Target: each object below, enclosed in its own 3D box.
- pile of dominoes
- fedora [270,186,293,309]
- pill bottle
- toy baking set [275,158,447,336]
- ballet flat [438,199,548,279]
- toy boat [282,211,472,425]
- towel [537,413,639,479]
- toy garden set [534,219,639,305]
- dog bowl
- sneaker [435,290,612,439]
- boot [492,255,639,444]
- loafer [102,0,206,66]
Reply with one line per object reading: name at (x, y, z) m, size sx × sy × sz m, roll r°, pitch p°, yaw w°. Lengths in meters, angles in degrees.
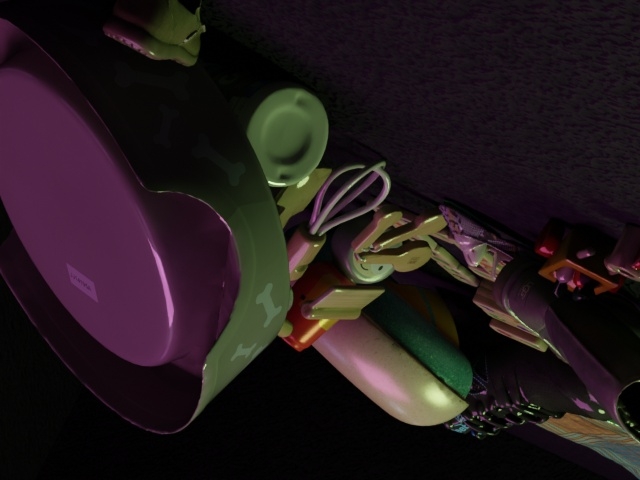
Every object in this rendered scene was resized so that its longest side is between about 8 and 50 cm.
pile of dominoes at (0.161, 0.048, 1.819) m, size 0.196 × 0.040 × 0.251 m, roll 24°, pitch 174°, yaw 31°
fedora at (-0.110, -0.054, 1.728) m, size 0.243 × 0.124 × 0.275 m, roll 21°, pitch 164°, yaw 33°
pill bottle at (-0.063, -0.088, 1.457) m, size 0.078 × 0.078 × 0.137 m, roll 32°, pitch 172°, yaw -38°
toy baking set at (-0.005, 0.004, 1.613) m, size 0.256 × 0.197 × 0.030 m, roll 31°, pitch -151°, yaw -57°
ballet flat at (0.140, 0.009, 1.588) m, size 0.114 × 0.041 × 0.041 m, roll 28°, pitch 174°, yaw -10°
toy boat at (0.048, 0.061, 1.967) m, size 0.267 × 0.148 × 0.318 m, roll 43°, pitch -178°, yaw 17°
towel at (0.334, 0.223, 2.323) m, size 0.370 × 0.040 × 0.271 m, roll 26°, pitch 168°, yaw -23°
toy garden set at (0.260, 0.050, 1.362) m, size 0.204 × 0.049 × 0.244 m, roll 28°, pitch 174°, yaw -7°
dog bowl at (-0.153, -0.031, 1.468) m, size 0.349 × 0.102 × 0.349 m, roll 42°, pitch 148°, yaw 33°
sneaker at (0.203, 0.156, 2.077) m, size 0.125 × 0.140 × 0.341 m, roll 32°, pitch 171°, yaw -28°
boot at (0.239, 0.098, 1.508) m, size 0.189 × 0.076 × 0.208 m, roll 22°, pitch -172°, yaw -34°
loafer at (-0.099, -0.146, 1.282) m, size 0.056 × 0.050 × 0.148 m, roll 31°, pitch -170°, yaw -1°
